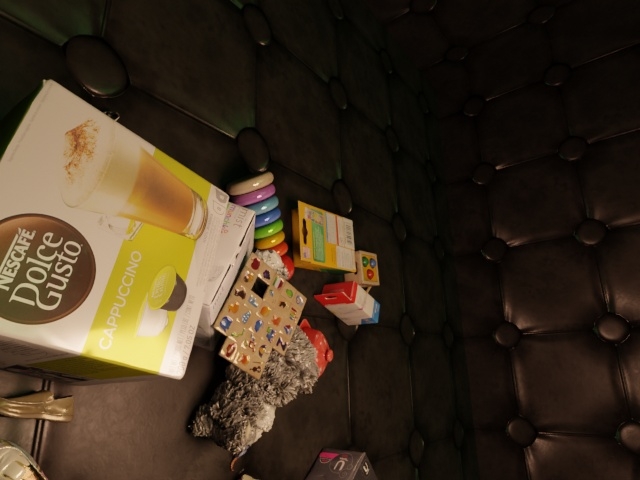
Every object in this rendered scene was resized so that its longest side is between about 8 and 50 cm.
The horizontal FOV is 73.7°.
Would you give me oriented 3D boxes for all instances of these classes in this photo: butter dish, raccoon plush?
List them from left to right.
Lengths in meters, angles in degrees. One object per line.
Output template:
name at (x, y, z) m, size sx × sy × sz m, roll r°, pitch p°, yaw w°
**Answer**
raccoon plush at (-0.196, 0.275, 1.039) m, size 0.299 × 0.216 × 0.447 m, roll -23°, pitch 96°, yaw -49°
butter dish at (-0.017, 0.348, 1.310) m, size 0.160 × 0.118 × 0.160 m, roll -57°, pitch 136°, yaw -45°

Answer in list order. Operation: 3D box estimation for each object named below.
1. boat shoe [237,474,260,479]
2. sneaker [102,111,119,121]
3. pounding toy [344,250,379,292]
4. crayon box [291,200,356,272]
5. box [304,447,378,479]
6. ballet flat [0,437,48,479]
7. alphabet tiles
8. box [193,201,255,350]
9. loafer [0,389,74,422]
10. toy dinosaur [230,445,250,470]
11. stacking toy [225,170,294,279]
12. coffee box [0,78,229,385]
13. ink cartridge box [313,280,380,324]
boat shoe at (-0.169, 0.638, 1.085) m, size 0.043 × 0.049 × 0.137 m, roll -43°, pitch 126°, yaw -4°
sneaker at (-0.491, -0.276, 0.952) m, size 0.083 × 0.036 × 0.032 m, roll -34°, pitch 108°, yaw -52°
pounding toy at (0.190, 0.146, 1.700) m, size 0.206 × 0.094 × 0.181 m, roll 13°, pitch 68°, yaw -51°
crayon box at (0.000, 0.000, 1.497) m, size 0.322 × 0.083 × 0.203 m, roll 16°, pitch 66°, yaw -52°
box at (0.090, 0.785, 1.284) m, size 0.143 × 0.165 × 0.271 m, roll -41°, pitch 112°, yaw -51°
ballet flat at (-0.486, 0.396, 0.694) m, size 0.222 × 0.079 × 0.077 m, roll 60°, pitch 39°, yaw -21°
alphabet tiles at (-0.135, 0.179, 0.972) m, size 0.198 × 0.009 × 0.237 m, roll 45°, pitch 51°, yaw -29°
box at (-0.250, 0.079, 0.983) m, size 0.231 × 0.126 × 0.262 m, roll 105°, pitch 4°, yaw -53°
loafer at (-0.499, 0.284, 0.741) m, size 0.148 × 0.056 × 0.050 m, roll 43°, pitch 45°, yaw -51°
toy dinosaur at (-0.200, 0.527, 1.099) m, size 0.082 × 0.047 × 0.090 m, roll 11°, pitch 103°, yaw -61°
stacking toy at (-0.162, -0.029, 1.263) m, size 0.141 × 0.141 × 0.331 m, roll -39°, pitch 118°, yaw -52°
coffee box at (-0.414, 0.029, 0.694) m, size 0.334 × 0.337 × 0.338 m, roll 35°, pitch 51°, yaw -42°
ink cartridge box at (0.095, 0.214, 1.511) m, size 0.231 × 0.134 × 0.078 m, roll 44°, pitch 47°, yaw -38°
